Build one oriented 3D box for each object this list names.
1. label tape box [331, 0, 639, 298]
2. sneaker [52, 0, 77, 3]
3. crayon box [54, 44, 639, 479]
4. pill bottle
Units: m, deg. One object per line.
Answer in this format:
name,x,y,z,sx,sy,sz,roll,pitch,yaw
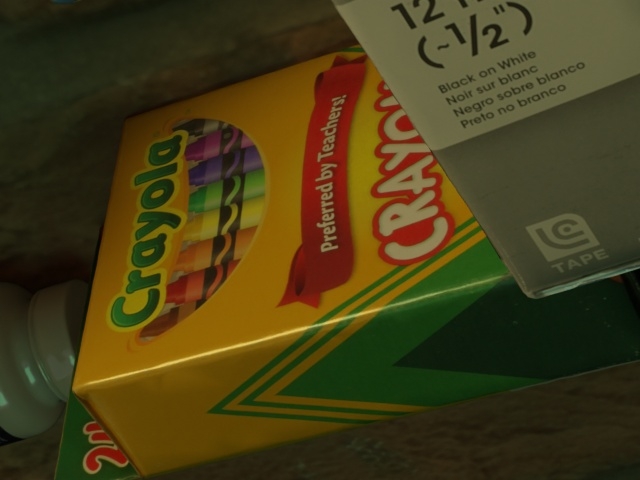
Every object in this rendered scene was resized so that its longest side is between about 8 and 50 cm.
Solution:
label tape box,0.051,-0.186,0.667,0.115,0.249,0.348,-21,129,23
sneaker,-0.086,-0.163,0.824,0.053,0.059,0.144,32,126,-26
crayon box,0.000,0.000,0.882,0.318,0.202,0.081,-16,132,18
pill bottle,-0.208,0.079,1.039,0.169,0.094,0.094,-17,133,16
